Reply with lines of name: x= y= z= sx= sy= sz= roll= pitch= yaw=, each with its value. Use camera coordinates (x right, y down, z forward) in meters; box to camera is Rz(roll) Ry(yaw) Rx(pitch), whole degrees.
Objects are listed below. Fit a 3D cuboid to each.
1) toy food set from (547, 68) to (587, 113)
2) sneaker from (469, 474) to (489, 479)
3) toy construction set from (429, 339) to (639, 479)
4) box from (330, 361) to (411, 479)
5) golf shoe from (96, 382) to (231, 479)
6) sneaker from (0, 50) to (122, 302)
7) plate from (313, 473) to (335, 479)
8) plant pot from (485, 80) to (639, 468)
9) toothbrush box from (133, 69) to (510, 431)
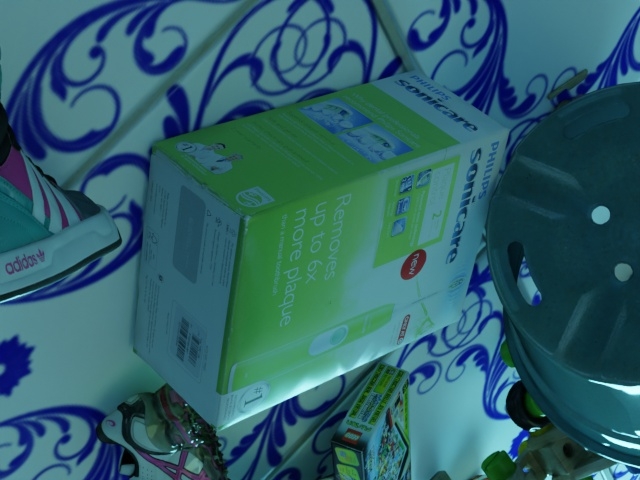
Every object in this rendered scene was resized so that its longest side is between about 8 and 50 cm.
toy food set: x=0.257 y=-0.112 z=1.401 sx=0.078 sy=0.019 sz=0.122 roll=-35 pitch=142 yaw=-23
sneaker: x=0.177 y=0.375 z=1.708 sx=0.064 sy=0.067 sz=0.175 roll=3 pitch=120 yaw=-51
toy construction set: x=0.268 y=0.305 z=1.605 sx=0.309 sy=0.237 sz=0.257 roll=31 pitch=57 yaw=-20
box: x=0.056 y=0.236 z=1.439 sx=0.114 sy=0.036 sz=0.207 roll=-55 pitch=153 yaw=-37
golf shoe: x=-0.133 y=0.184 z=1.200 sx=0.086 sy=0.067 sz=0.186 roll=-20 pitch=142 yaw=2
sneaker: x=-0.219 y=-0.051 z=0.837 sx=0.124 sy=0.178 sz=0.295 roll=-20 pitch=-175 yaw=5
plate: x=-0.059 y=0.360 z=1.370 sx=0.278 sy=0.045 sz=0.277 roll=12 pitch=96 yaw=-67
plant pot: x=0.305 y=0.028 z=1.239 sx=0.341 sy=0.341 sz=0.334 roll=-52 pitch=159 yaw=1
toothbrush box: x=0.000 y=0.000 z=1.124 sx=0.283 sy=0.122 sz=0.206 roll=-21 pitch=135 yaw=-39
